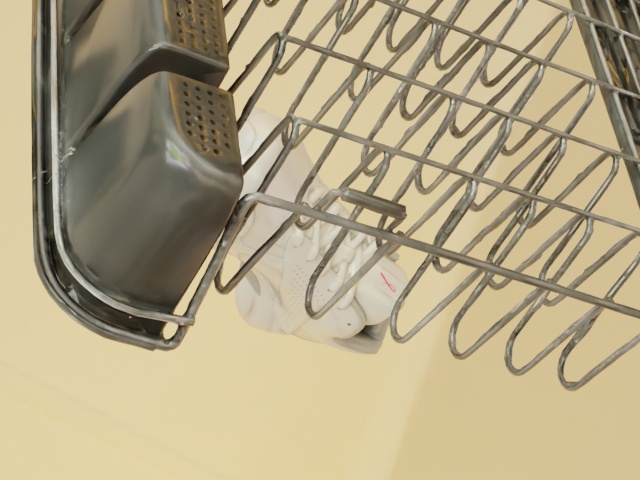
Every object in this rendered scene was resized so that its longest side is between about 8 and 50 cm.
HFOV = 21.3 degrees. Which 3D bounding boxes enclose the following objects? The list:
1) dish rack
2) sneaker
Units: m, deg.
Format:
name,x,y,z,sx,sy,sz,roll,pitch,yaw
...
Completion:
name,x,y,z,sx,sy,sz,roll,pitch,yaw
dish rack,0.041,-0.040,0.579,0.272,0.074,0.208,16,-136,-25
sneaker,0.000,0.000,1.025,0.090,0.115,0.232,-61,-22,-16
